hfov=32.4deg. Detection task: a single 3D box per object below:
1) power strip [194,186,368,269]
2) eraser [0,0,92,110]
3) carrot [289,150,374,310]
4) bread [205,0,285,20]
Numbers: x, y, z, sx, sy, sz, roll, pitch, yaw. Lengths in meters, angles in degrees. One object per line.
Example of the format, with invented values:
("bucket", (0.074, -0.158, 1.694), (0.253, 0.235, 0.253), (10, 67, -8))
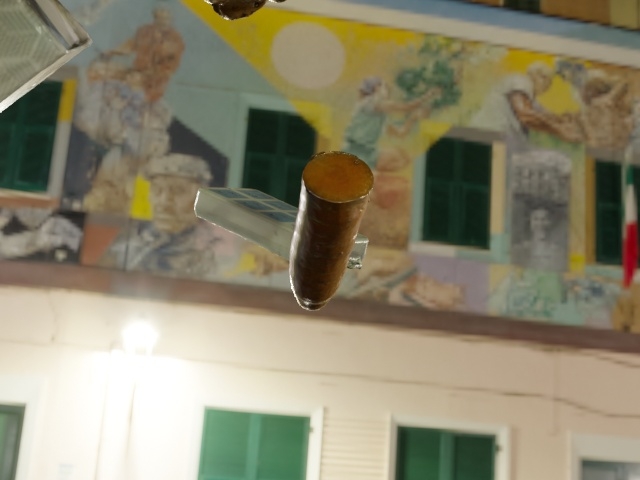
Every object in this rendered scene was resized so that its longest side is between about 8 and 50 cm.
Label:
("power strip", (-0.041, -0.013, 1.072), (0.192, 0.035, 0.081), (23, 15, 41))
("eraser", (-0.351, -0.053, 0.768), (0.404, 0.096, 0.098), (-34, 13, 8))
("carrot", (0.000, 0.000, 0.738), (0.048, 0.048, 0.139), (6, -38, -7))
("bread", (-0.072, -0.240, 0.640), (0.139, 0.077, 0.271), (-22, -33, 23))
